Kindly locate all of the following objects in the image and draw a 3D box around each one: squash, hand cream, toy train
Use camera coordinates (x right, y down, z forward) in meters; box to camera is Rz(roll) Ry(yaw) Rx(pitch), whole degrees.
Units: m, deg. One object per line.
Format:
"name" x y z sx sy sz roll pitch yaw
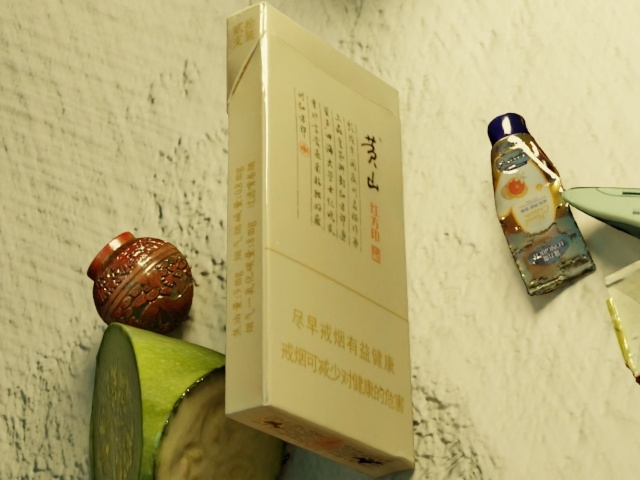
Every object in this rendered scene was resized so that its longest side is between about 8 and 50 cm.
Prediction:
"squash" -0.173 0.170 1.761 0.260 0.189 0.189 12 79 39
"hand cream" 0.176 -0.034 1.657 0.062 0.039 0.163 -24 57 12
"toy train" 0.290 -0.013 1.539 0.252 0.055 0.048 5 83 42

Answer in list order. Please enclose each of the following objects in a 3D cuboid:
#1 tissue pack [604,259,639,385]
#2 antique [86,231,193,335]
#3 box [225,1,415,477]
"tissue pack" 0.293 0.066 1.431 0.106 0.149 0.099 -29 55 29
"antique" -0.166 0.045 1.874 0.104 0.104 0.104 -18 60 34
"box" -0.001 0.000 1.676 0.051 0.204 0.365 -18 60 33
